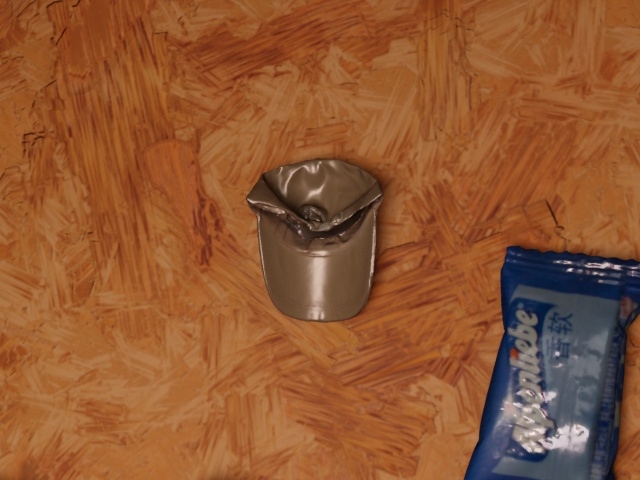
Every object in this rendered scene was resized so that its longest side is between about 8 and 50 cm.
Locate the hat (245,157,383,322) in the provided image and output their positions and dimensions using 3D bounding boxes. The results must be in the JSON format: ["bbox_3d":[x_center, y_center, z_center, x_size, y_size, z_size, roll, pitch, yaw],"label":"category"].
[{"bbox_3d":[0.000,0.000,1.175,0.166,0.144,0.173,2,119,9],"label":"hat"}]

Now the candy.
[{"bbox_3d":[0.272,0.173,1.066,0.187,0.077,0.331,7,76,19],"label":"candy"}]
